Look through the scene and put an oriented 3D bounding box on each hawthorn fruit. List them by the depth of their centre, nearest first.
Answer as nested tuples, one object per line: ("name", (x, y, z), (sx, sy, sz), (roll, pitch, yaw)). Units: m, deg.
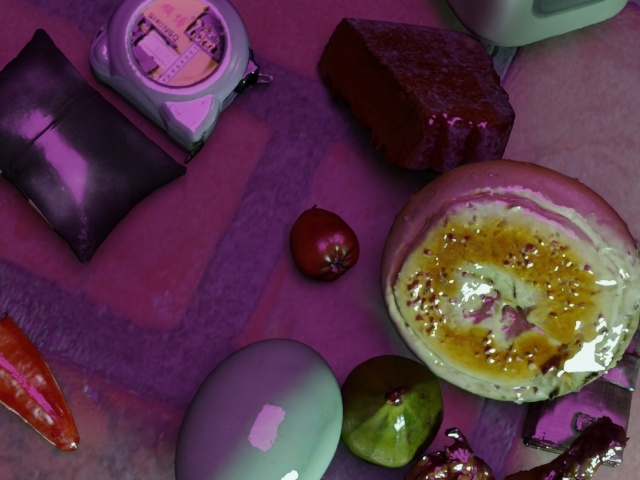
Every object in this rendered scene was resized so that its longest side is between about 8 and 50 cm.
("hawthorn fruit", (0.000, 0.000, 1.789), (0.081, 0.081, 0.093), (-22, 50, -16))

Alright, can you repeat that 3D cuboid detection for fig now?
("fig", (0.072, 0.177, 1.696), (0.133, 0.185, 0.126), (-41, 55, -11))

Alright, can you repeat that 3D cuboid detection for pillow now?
("pillow", (-0.300, -0.112, 1.744), (0.250, 0.106, 0.186), (42, 61, 0))

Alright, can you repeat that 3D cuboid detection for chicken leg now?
("chicken leg", (0.201, 0.295, 1.714), (0.322, 0.083, 0.177), (-3, 102, -10))

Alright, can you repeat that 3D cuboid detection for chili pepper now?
("chili pepper", (-0.329, 0.171, 1.680), (0.088, 0.065, 0.169), (-42, 89, -18))

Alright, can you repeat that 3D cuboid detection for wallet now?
("wallet", (0.325, 0.151, 1.819), (0.124, 0.042, 0.230), (15, 69, 0))

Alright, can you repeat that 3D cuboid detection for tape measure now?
("tape measure", (-0.168, -0.219, 1.807), (0.196, 0.105, 0.178), (45, 78, 6))

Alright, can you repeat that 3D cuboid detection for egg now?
("egg", (-0.069, 0.216, 1.657), (0.168, 0.168, 0.231), (31, 73, -1))

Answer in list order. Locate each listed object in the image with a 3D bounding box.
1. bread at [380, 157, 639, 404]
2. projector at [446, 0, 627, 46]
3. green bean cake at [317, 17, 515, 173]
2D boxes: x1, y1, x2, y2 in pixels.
("bread", (0.221, 0.042, 1.732), (0.305, 0.159, 0.306), (4, 112, 9))
("projector", (0.272, -0.422, 1.837), (0.248, 0.249, 0.249), (-18, 61, -20))
("green bean cake", (0.118, -0.171, 1.801), (0.198, 0.097, 0.233), (2, 38, -16))
